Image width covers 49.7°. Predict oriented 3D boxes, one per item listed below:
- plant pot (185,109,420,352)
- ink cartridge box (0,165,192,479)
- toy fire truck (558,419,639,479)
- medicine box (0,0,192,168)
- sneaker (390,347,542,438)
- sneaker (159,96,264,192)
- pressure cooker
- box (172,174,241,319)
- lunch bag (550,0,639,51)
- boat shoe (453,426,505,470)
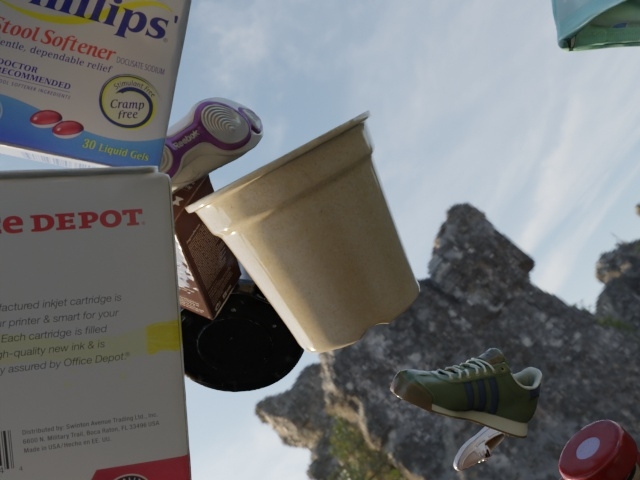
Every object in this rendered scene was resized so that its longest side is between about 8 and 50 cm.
[{"bbox_3d":[0.000,0.000,1.135,0.334,0.305,0.334,-27,8,4],"label":"plant pot"},{"bbox_3d":[-0.291,0.116,0.743,0.279,0.160,0.384,-3,-83,-14],"label":"ink cartridge box"},{"bbox_3d":[0.334,0.392,0.876,0.254,0.169,0.302,-42,7,27],"label":"toy fire truck"},{"bbox_3d":[-0.340,-0.250,0.979,0.263,0.149,0.289,11,-94,-19],"label":"medicine box"},{"bbox_3d":[0.172,0.156,0.777,0.192,0.064,0.086,22,-86,-25],"label":"sneaker"},{"bbox_3d":[-0.238,-0.157,1.213,0.305,0.114,0.152,-30,0,-34],"label":"sneaker"},{"bbox_3d":[-0.215,0.144,1.842,0.375,0.420,0.370,14,-56,-14],"label":"pressure cooker"},{"bbox_3d":[-0.302,-0.006,1.422,0.143,0.191,0.381,-61,-18,-26],"label":"box"},{"bbox_3d":[0.256,-0.243,0.407,0.160,0.262,0.223,0,-96,-53],"label":"lunch bag"},{"bbox_3d":[0.254,0.333,1.097,0.100,0.035,0.035,-32,-61,-26],"label":"boat shoe"}]
